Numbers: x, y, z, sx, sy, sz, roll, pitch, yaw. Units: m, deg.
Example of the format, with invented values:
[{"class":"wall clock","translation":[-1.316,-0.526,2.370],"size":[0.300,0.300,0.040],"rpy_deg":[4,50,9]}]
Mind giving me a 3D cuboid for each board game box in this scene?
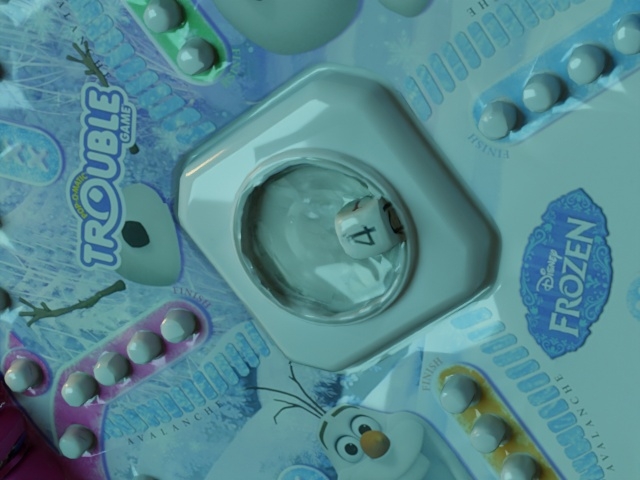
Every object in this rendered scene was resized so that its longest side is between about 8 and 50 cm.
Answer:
[{"class":"board game box","translation":[0.000,0.000,0.813],"size":[0.390,0.050,0.390],"rpy_deg":[13,119,14]}]
